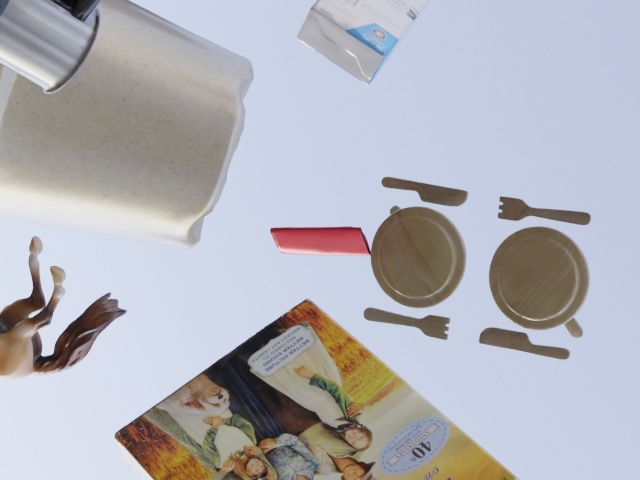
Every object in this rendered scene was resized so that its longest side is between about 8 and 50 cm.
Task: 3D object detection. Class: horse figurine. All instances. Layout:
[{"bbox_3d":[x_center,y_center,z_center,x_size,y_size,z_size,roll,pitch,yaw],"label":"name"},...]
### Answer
[{"bbox_3d":[-0.317,0.058,1.435,0.263,0.066,0.174,23,-60,6],"label":"horse figurine"}]

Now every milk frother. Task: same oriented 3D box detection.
[{"bbox_3d":[-0.241,-0.168,1.210,0.129,0.135,0.143,-30,-137,39],"label":"milk frother"}]

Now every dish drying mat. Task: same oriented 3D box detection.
[{"bbox_3d":[0.000,0.000,1.304,0.083,0.032,0.008,0,-137,25],"label":"dish drying mat"}]

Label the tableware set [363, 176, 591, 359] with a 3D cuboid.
[{"bbox_3d":[0.136,0.023,1.314,0.194,0.039,0.128,11,-83,24],"label":"tableware set"}]

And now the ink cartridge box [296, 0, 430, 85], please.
[{"bbox_3d":[0.064,-0.277,1.828,0.104,0.180,0.060,34,-37,3],"label":"ink cartridge box"}]

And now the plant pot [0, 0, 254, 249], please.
[{"bbox_3d":[-0.247,-0.137,1.666,0.334,0.305,0.333,-162,-90,-79],"label":"plant pot"}]

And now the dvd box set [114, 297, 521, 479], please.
[{"bbox_3d":[-0.006,0.269,1.791,0.420,0.308,0.062,40,-23,41],"label":"dvd box set"}]
